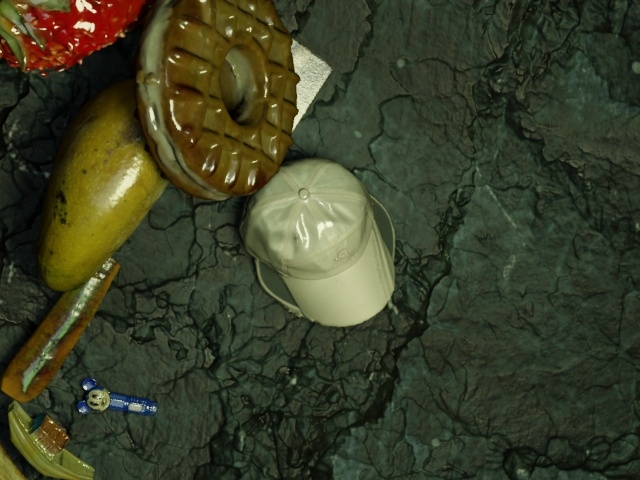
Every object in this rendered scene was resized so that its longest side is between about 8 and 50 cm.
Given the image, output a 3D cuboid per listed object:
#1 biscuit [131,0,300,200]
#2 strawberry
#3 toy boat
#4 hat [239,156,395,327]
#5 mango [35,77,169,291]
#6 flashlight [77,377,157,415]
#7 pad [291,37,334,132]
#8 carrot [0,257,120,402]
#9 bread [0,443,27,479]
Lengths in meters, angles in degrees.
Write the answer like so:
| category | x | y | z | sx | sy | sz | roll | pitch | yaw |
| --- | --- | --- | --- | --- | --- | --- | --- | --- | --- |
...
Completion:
| category | x | y | z | sx | sy | sz | roll | pitch | yaw |
| --- | --- | --- | --- | --- | --- | --- | --- | --- | --- |
| biscuit | -0.141 | -0.216 | 1.747 | 0.103 | 0.332 | 0.332 | 0 | 100 | 32 |
| strawberry | -0.326 | -0.376 | 1.709 | 0.343 | 0.292 | 0.292 | -16 | 104 | -49 |
| toy boat | -0.415 | 0.312 | 1.886 | 0.066 | 0.065 | 0.172 | -38 | 110 | 7 |
| hat | 0.003 | 0.007 | 1.872 | 0.232 | 0.161 | 0.275 | -28 | 105 | -1 |
| mango | -0.318 | -0.080 | 1.778 | 0.175 | 0.176 | 0.329 | 30 | 82 | 19 |
| flashlight | -0.312 | 0.251 | 1.910 | 0.121 | 0.035 | 0.057 | 13 | 95 | -11 |
| pad | -0.105 | -0.213 | 1.897 | 0.158 | 0.003 | 0.235 | 33 | 91 | -12 |
| carrot | -0.393 | 0.127 | 1.865 | 0.070 | 0.070 | 0.260 | 33 | 90 | -12 |
| bread | -0.542 | 0.458 | 1.813 | 0.279 | 0.207 | 0.279 | -30 | 101 | -4 |
